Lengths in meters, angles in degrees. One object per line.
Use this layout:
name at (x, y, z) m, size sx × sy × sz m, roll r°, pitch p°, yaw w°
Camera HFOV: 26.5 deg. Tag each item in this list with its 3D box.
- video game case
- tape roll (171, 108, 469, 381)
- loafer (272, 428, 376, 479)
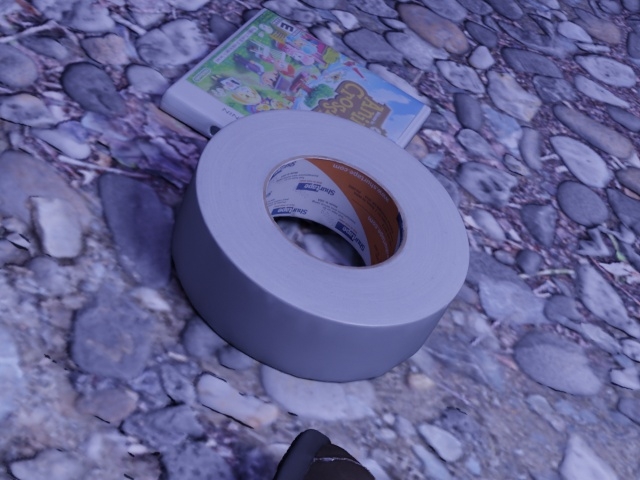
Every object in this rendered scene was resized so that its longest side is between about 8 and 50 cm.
video game case at (-0.016, -0.121, 1.234) m, size 0.193 × 0.023 × 0.212 m, roll 32°, pitch 36°, yaw 4°
tape roll at (0.000, 0.000, 1.041) m, size 0.219 × 0.072 × 0.219 m, roll 14°, pitch 45°, yaw -15°
loafer at (-0.011, 0.192, 0.804) m, size 0.078 × 0.080 × 0.220 m, roll 18°, pitch 35°, yaw 10°
